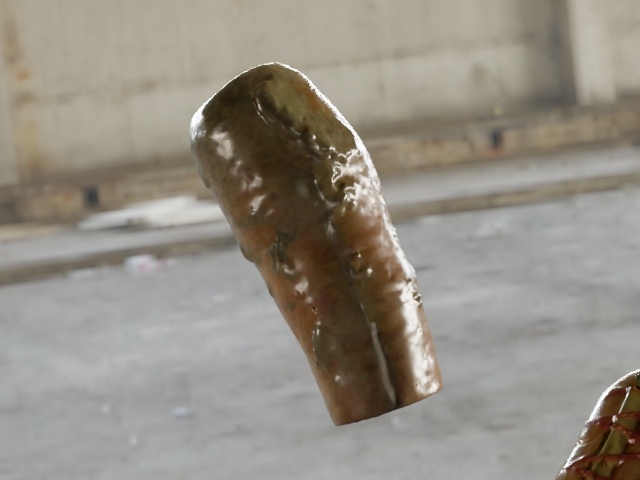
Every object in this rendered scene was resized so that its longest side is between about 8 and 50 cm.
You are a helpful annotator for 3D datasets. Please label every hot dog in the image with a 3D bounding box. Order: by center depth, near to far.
[{"bbox_3d":[0.194,0.189,1.278,0.104,0.076,0.250,19,58,25],"label":"hot dog"}]

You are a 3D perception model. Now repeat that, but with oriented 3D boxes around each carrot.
[{"bbox_3d":[0.000,0.000,1.585,0.139,0.301,0.139,-24,1,0],"label":"carrot"}]
